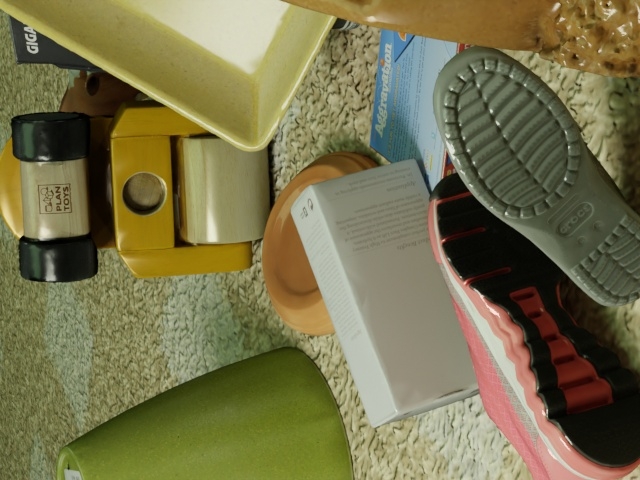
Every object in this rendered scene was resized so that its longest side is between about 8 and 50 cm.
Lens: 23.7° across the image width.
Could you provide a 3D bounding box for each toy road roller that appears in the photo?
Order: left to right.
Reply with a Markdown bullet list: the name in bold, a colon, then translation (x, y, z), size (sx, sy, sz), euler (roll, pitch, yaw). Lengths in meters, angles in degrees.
- **toy road roller**: translation (-0.233, -0.076, 1.887), size (0.240, 0.329, 0.203), euler (-124, 31, -76)

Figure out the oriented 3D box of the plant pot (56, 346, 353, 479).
- **plant pot**: translation (-0.152, 0.282, 1.802), size (0.274, 0.293, 0.275), euler (172, 90, -65)

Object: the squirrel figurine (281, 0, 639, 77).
- **squirrel figurine**: translation (0.173, -0.316, 1.053), size (0.397, 0.281, 0.371), euler (26, 111, 45)

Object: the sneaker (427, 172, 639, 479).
- **sneaker**: translation (0.158, 0.086, 1.297), size (0.136, 0.115, 0.314), euler (114, 140, -51)

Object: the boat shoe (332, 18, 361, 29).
- **boat shoe**: translation (-0.016, -0.317, 1.601), size (0.219, 0.070, 0.078), euler (70, 152, 25)

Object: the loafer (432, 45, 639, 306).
- **loafer**: translation (0.165, -0.051, 1.158), size (0.251, 0.094, 0.087), euler (49, -172, -26)

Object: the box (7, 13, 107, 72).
- **box**: translation (-0.205, -0.303, 1.691), size (0.296, 0.293, 0.073), euler (96, 178, -52)

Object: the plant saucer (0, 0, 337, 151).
- **plant saucer**: translation (-0.124, -0.305, 1.516), size (0.333, 0.332, 0.081), euler (-59, 1, 31)

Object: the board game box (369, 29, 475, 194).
- **board game box**: translation (0.102, -0.193, 1.438), size (0.145, 0.027, 0.281), euler (43, 135, 52)

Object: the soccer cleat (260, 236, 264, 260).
- **soccer cleat**: translation (-0.035, 0.035, 1.737), size (0.196, 0.076, 0.068), euler (-141, 49, -56)

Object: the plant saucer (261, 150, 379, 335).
- **plant saucer**: translation (0.000, 0.000, 1.609), size (0.200, 0.037, 0.200), euler (-20, 62, 45)

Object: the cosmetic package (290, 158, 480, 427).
- **cosmetic package**: translation (0.069, 0.049, 1.442), size (0.085, 0.117, 0.231), euler (131, 122, -66)

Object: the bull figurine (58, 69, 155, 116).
- **bull figurine**: translation (-0.264, -0.208, 2.021), size (0.310, 0.188, 0.101), euler (-46, 56, 59)
